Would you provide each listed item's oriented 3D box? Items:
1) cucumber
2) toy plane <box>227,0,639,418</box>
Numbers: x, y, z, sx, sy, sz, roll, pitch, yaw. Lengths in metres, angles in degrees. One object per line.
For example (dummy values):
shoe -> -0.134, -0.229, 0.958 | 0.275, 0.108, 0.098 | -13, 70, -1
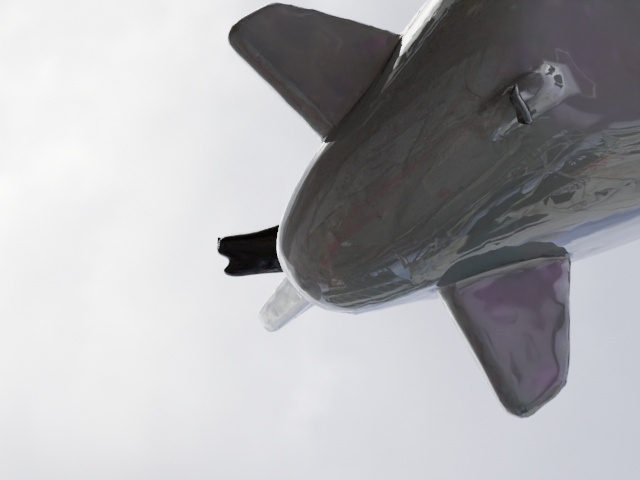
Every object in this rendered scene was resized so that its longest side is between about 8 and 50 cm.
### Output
cucumber -> 0.000, 0.000, 1.017 | 0.034, 0.134, 0.033 | 177, -99, -78
toy plane -> 0.088, -0.055, 0.439 | 0.118, 0.252, 0.252 | 130, -25, -66
